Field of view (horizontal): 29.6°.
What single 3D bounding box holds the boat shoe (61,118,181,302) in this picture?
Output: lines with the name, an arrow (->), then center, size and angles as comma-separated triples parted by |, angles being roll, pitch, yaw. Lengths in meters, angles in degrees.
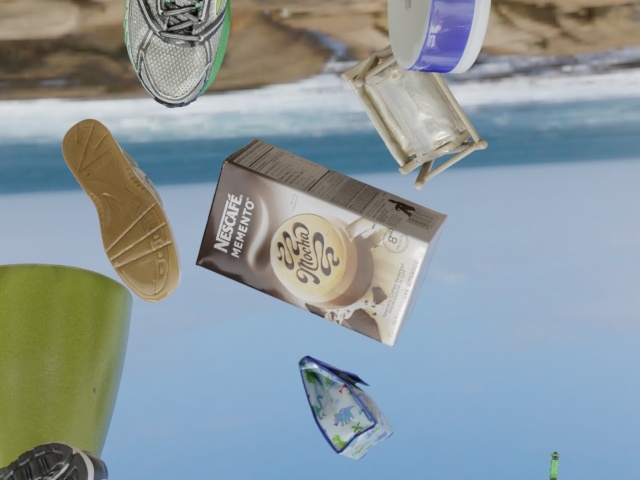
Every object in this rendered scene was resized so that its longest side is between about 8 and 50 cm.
boat shoe -> -0.255, -0.040, 1.660 | 0.098, 0.277, 0.096 | -29, 165, 9

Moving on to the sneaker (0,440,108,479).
sneaker -> -0.365, 0.306, 1.383 | 0.271, 0.100, 0.108 | -19, 165, 13

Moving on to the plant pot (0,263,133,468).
plant pot -> -0.389, 0.219, 1.638 | 0.274, 0.294, 0.275 | -5, 156, -2

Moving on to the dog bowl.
dog bowl -> 0.201, -0.423, 2.092 | 0.104, 0.265, 0.265 | 0, -178, -13

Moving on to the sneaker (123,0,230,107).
sneaker -> -0.170, -0.326, 1.452 | 0.134, 0.344, 0.146 | 6, -162, -5

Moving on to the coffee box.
coffee box -> 0.000, 0.000, 1.648 | 0.297, 0.168, 0.119 | 22, -154, 10

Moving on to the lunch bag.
lunch bag -> 0.031, 0.243, 1.811 | 0.096, 0.151, 0.129 | -39, 158, 1

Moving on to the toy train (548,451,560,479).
toy train -> 0.398, 0.403, 2.069 | 0.017, 0.083, 0.023 | 5, 176, 10

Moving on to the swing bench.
swing bench -> 0.183, -0.264, 2.437 | 0.165, 0.253, 0.255 | -32, -169, 2
